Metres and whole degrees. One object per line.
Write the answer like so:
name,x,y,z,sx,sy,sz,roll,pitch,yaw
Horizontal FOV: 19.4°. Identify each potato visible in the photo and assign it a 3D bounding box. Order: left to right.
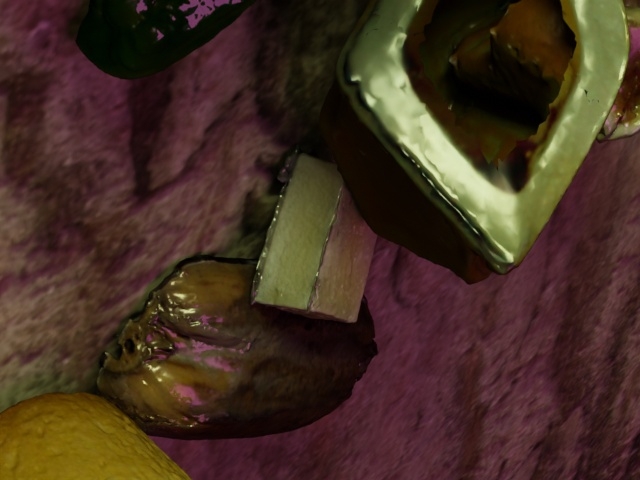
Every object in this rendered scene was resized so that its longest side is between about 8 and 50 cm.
potato,0.001,-0.002,1.374,0.086,0.061,0.122,15,90,-58

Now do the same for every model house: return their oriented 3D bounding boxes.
model house,0.106,-0.107,1.274,0.268,0.173,0.239,-58,176,-13

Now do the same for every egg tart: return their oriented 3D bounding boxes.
egg tart,-0.171,0.215,1.295,0.215,0.171,0.215,-25,144,-20

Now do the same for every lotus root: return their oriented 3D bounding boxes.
lotus root,-0.040,0.103,1.467,0.167,0.078,0.329,-56,151,16

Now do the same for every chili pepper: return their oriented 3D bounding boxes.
chili pepper,-0.043,-0.196,1.089,0.100,0.074,0.257,39,88,-17

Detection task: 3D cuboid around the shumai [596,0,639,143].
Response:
shumai,0.195,-0.137,1.436,0.209,0.153,0.161,-4,122,-49
